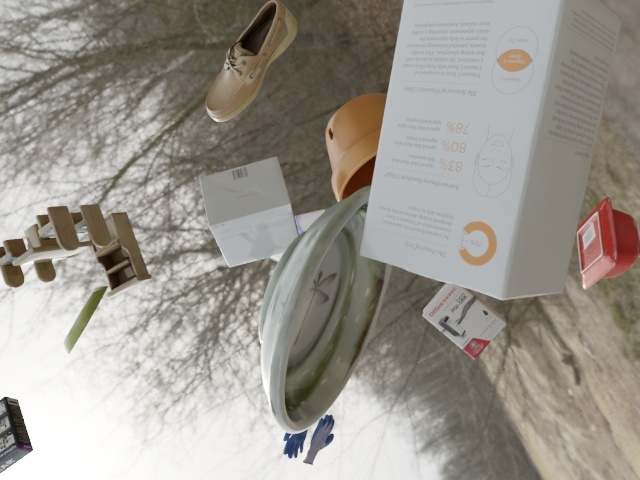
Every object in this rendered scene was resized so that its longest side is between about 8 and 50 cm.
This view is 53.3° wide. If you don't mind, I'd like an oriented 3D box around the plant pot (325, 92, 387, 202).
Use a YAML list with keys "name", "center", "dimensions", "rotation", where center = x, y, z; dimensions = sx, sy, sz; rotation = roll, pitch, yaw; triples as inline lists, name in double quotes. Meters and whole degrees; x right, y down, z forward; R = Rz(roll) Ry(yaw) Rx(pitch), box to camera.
- name: "plant pot"
  center: [0.139, -0.219, 1.560]
  dimensions: [0.203, 0.291, 0.291]
  rotation: [64, -174, 29]

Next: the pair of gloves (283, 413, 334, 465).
- name: "pair of gloves"
  center: [-0.028, 0.559, 1.823]
  dimensions: [0.023, 0.159, 0.198]
  rotation: [13, 160, 45]

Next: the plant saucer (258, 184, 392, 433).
- name: "plant saucer"
  center: [0.000, 0.096, 1.002]
  dimensions: [0.101, 0.400, 0.400]
  rotation: [19, 167, 22]

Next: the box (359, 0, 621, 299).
- name: "box"
  center: [0.207, -0.122, 0.798]
  dimensions: [0.215, 0.345, 0.168]
  rotation: [17, -169, 43]

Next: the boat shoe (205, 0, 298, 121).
- name: "boat shoe"
  center: [-0.198, -0.466, 1.645]
  dimensions: [0.122, 0.341, 0.110]
  rotation: [38, -175, 26]

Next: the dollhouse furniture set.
- name: "dollhouse furniture set"
  center: [-0.497, 0.040, 1.315]
  dimensions: [0.242, 0.212, 0.161]
  rotation: [-11, -103, -57]

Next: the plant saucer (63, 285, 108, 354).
- name: "plant saucer"
  center: [-0.736, 0.240, 1.981]
  dimensions: [0.037, 0.241, 0.241]
  rotation: [30, -167, -16]

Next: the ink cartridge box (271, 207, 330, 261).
- name: "ink cartridge box"
  center: [0.000, 0.000, 1.944]
  dimensions: [0.201, 0.278, 0.117]
  rotation: [29, -123, -52]

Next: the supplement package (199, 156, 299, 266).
- name: "supplement package"
  center: [-0.165, -0.066, 1.548]
  dimensions: [0.203, 0.194, 0.149]
  rotation: [79, 176, -59]

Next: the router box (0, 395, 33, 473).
- name: "router box"
  center: [-0.718, 0.442, 1.366]
  dimensions: [0.133, 0.179, 0.046]
  rotation: [56, -178, 30]

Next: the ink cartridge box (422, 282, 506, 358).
- name: "ink cartridge box"
  center: [0.285, 0.153, 1.271]
  dimensions: [0.135, 0.099, 0.056]
  rotation: [39, -170, 7]

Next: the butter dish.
- name: "butter dish"
  center: [0.621, 0.012, 1.340]
  dimensions: [0.160, 0.118, 0.159]
  rotation: [97, 178, -64]
